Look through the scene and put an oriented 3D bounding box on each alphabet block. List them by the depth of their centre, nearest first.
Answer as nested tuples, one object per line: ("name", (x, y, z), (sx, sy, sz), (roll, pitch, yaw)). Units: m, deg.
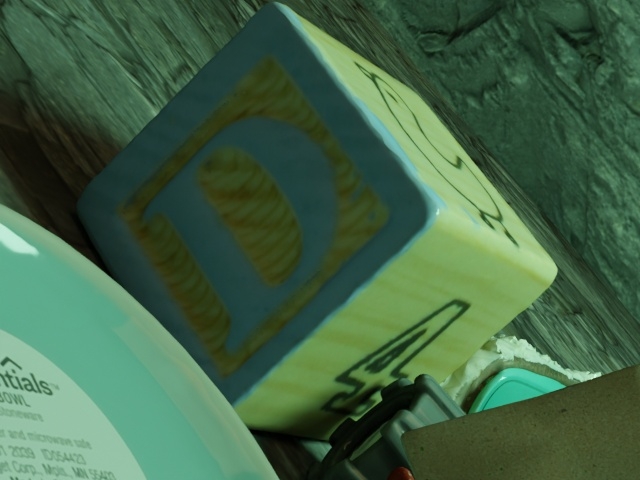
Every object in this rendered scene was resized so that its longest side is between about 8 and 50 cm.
("alphabet block", (0.000, 0.000, 0.867), (0.192, 0.193, 0.197), (56, 17, 26))

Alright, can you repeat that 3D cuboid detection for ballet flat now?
("ballet flat", (0.200, 0.161, 1.135), (0.409, 0.147, 0.147), (33, 20, -41))

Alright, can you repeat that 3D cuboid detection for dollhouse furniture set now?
("dollhouse furniture set", (0.066, 0.211, 0.486), (0.262, 0.135, 0.259), (102, -29, -58))

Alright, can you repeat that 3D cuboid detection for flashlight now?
("flashlight", (0.124, 0.224, 0.828), (0.304, 0.103, 0.103), (50, 4, -7))

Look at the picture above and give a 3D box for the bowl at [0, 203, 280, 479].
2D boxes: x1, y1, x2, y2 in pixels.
("bowl", (-0.111, 0.101, 0.338), (0.311, 0.163, 0.311), (46, 14, -15))
